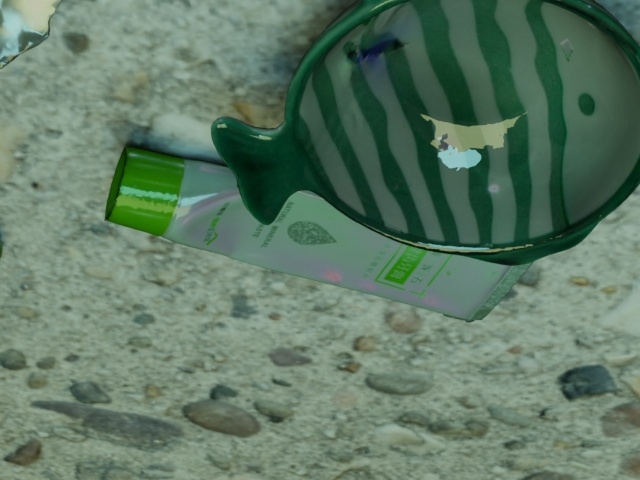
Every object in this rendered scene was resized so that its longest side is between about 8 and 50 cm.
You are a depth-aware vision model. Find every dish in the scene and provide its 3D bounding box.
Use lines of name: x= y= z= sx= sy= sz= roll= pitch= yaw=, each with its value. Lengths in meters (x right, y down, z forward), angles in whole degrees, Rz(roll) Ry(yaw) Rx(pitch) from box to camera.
dish: x=0.068 y=-0.081 z=0.760 sx=0.246 sy=0.078 sz=0.224 roll=-9 pitch=136 yaw=16

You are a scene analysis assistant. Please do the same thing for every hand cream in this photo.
hand cream: x=0.000 y=-0.001 z=0.894 sx=0.275 sy=0.050 sz=0.079 roll=15 pitch=165 yaw=-16

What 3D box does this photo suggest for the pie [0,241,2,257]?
pie: x=-0.254 y=0.001 z=0.938 sx=0.084 sy=0.021 sz=0.084 roll=4 pitch=139 yaw=4

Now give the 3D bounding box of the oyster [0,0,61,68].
oyster: x=-0.256 y=-0.165 z=0.695 sx=0.275 sy=0.100 sz=0.271 roll=-34 pitch=128 yaw=22
